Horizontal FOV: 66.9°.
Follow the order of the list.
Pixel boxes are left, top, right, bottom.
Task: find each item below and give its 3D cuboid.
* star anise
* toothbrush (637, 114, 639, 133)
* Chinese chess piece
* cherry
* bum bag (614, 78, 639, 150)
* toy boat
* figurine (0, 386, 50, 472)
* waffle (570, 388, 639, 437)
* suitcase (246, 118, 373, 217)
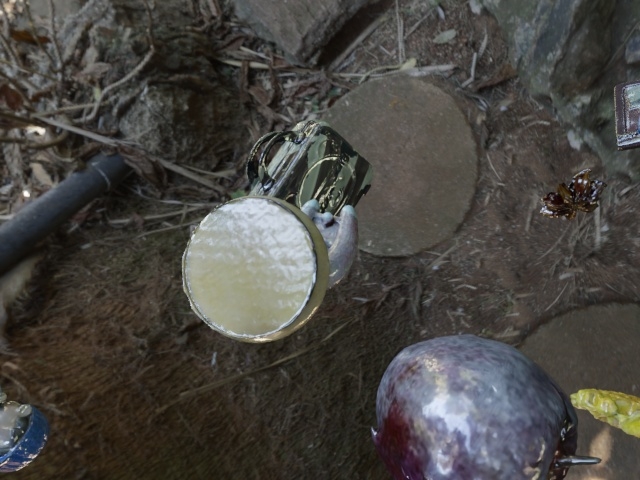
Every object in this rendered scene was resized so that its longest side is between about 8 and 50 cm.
[{"bbox_3d":[0.612,-0.098,1.175,0.168,0.168,0.057,-34,39,24],"label":"star anise"},{"bbox_3d":[0.645,-0.313,0.915,0.042,0.413,0.035,25,143,22],"label":"toothbrush"},{"bbox_3d":[-0.111,0.049,0.849,0.257,0.104,0.257,-1,83,11],"label":"Chinese chess piece"},{"bbox_3d":[0.148,0.180,0.474,0.195,0.195,0.195,0,89,28],"label":"cherry"},{"bbox_3d":[0.637,-0.251,0.948,0.109,0.026,0.159,-5,63,36],"label":"bum bag"},{"bbox_3d":[0.000,0.000,1.005,0.155,0.085,0.227,12,55,7],"label":"toy boat"},{"bbox_3d":[-0.365,0.188,0.521,0.086,0.087,0.149,-28,103,0],"label":"figurine"},{"bbox_3d":[0.581,0.318,0.893,0.229,0.219,0.057,14,85,4],"label":"waffle"},{"bbox_3d":[-0.054,-0.169,1.389,0.194,0.339,0.352,14,70,57],"label":"suitcase"}]
